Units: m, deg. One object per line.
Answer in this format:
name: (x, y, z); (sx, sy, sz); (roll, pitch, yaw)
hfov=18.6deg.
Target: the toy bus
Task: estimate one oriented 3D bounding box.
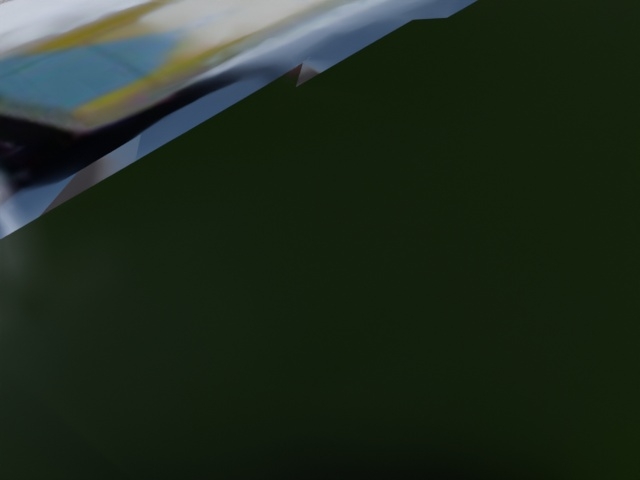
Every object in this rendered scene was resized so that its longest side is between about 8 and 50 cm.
toy bus: (0.000, 0.000, 0.469); (0.386, 0.171, 0.162); (-25, 28, -20)
